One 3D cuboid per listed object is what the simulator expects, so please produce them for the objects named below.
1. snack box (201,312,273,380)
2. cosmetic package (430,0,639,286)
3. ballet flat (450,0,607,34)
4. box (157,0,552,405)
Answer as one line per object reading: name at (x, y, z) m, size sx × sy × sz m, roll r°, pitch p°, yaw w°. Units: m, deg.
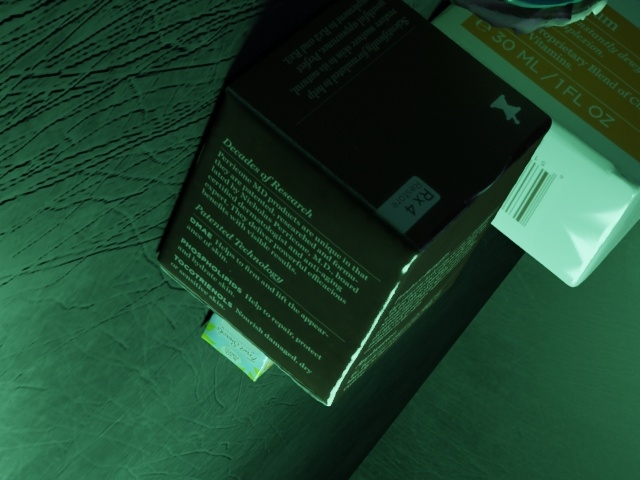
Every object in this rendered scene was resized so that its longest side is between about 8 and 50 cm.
snack box at (0.000, 0.000, 1.558) m, size 0.174 × 0.070 × 0.207 m, roll -41°, pitch 165°, yaw -42°
cosmetic package at (0.286, -0.192, 1.657) m, size 0.453 × 0.230 × 0.161 m, roll -44°, pitch 167°, yaw -36°
ballet flat at (0.174, -0.246, 1.294) m, size 0.409 × 0.147 × 0.147 m, roll -41°, pitch 166°, yaw -41°
box at (0.019, -0.032, 1.258) m, size 0.168 × 0.167 × 0.203 m, roll -41°, pitch 166°, yaw -38°
